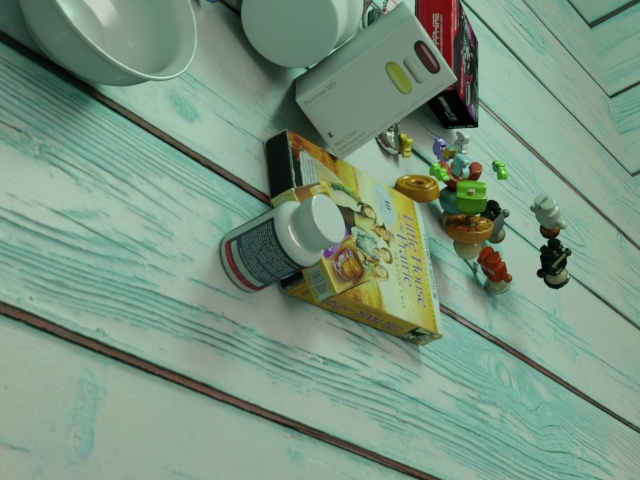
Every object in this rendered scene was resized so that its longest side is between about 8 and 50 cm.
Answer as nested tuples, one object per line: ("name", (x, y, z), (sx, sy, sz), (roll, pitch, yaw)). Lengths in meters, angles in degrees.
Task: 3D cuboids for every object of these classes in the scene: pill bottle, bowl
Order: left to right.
("bowl", (-0.327, -0.334, 1.372), (0.298, 0.134, 0.298), (34, 42, -38))
("pill bottle", (-0.056, 0.001, 1.485), (0.108, 0.180, 0.108), (35, 42, -38))
("pill bottle", (-0.007, -0.504, 1.886), (0.224, 0.224, 0.392), (52, 33, -19))

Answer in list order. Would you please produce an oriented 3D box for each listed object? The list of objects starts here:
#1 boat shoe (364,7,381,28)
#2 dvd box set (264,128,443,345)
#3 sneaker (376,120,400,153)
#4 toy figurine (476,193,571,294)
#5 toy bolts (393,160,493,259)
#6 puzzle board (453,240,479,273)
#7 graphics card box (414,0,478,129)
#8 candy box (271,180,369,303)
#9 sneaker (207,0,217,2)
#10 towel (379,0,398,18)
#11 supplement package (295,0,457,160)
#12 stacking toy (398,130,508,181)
("boat shoe", (0.174, -0.440, 2.243), (0.095, 0.079, 0.255), (6, 61, -48))
("dvd box set", (0.069, 0.004, 1.782), (0.420, 0.062, 0.308), (25, 48, -45))
("sneaker", (0.149, -0.267, 2.095), (0.061, 0.064, 0.158), (7, 62, -54))
("toy figurine", (0.466, 0.011, 2.213), (0.148, 0.213, 0.210), (63, 23, -49))
("toy bolts", (0.269, -0.066, 2.091), (0.228, 0.218, 0.159), (-65, 158, -63))
("puzzle board", (0.348, 0.004, 2.245), (0.096, 0.011, 0.128), (50, 35, -22))
("graphics card box", (0.301, -0.416, 2.248), (0.371, 0.094, 0.233), (29, 60, -71))
("candy box", (0.000, 0.000, 1.580), (0.109, 0.053, 0.187), (-19, 83, -57))
("sneaker", (-0.231, -0.480, 1.702), (0.144, 0.053, 0.059), (52, 31, -3))
("towel", (0.178, -0.449, 2.171), (0.144, 0.029, 0.197), (42, 43, -25))
("supplement package", (0.098, -0.305, 1.808), (0.145, 0.261, 0.204), (52, 12, -18))
("stacking toy", (0.281, -0.174, 2.075), (0.166, 0.052, 0.221), (-6, 31, -23))
